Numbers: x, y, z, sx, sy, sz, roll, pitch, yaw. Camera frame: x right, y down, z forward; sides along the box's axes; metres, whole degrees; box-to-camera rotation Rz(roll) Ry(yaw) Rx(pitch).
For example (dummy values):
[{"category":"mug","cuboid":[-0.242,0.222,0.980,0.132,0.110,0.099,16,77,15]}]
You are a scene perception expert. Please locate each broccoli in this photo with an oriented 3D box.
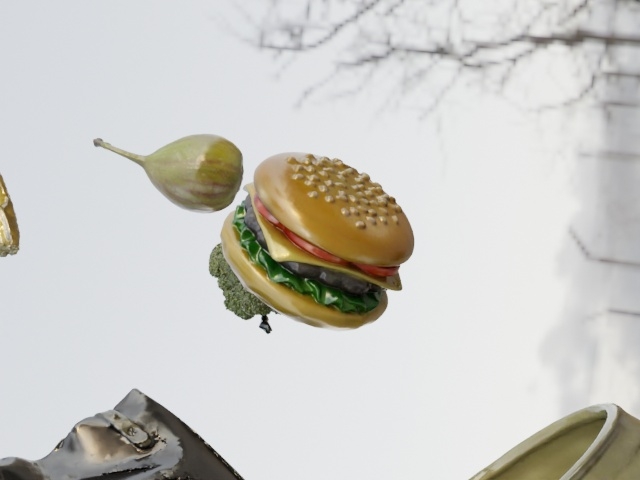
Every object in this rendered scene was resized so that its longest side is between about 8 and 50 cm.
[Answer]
[{"category":"broccoli","cuboid":[-0.069,0.038,1.904,0.130,0.131,0.120,-52,-6,-23]}]

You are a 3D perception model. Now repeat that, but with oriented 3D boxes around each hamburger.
[{"category":"hamburger","cuboid":[0.000,0.000,1.304,0.115,0.162,0.162,-59,-6,25]}]

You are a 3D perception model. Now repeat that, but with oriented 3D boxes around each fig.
[{"category":"fig","cuboid":[-0.163,-0.070,1.721,0.093,0.166,0.093,-5,-90,-78]}]

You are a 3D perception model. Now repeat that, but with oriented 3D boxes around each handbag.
[{"category":"handbag","cuboid":[-0.213,0.301,1.563,0.342,0.288,0.152,-18,-30,-35]}]

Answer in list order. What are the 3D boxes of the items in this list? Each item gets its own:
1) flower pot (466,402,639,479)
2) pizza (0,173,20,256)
[{"category":"flower pot","cuboid":[0.197,0.302,1.234,0.244,0.307,0.307,51,-158,1]},{"category":"pizza","cuboid":[-0.465,-0.051,1.934,0.188,0.204,0.080,-31,-19,-28]}]
